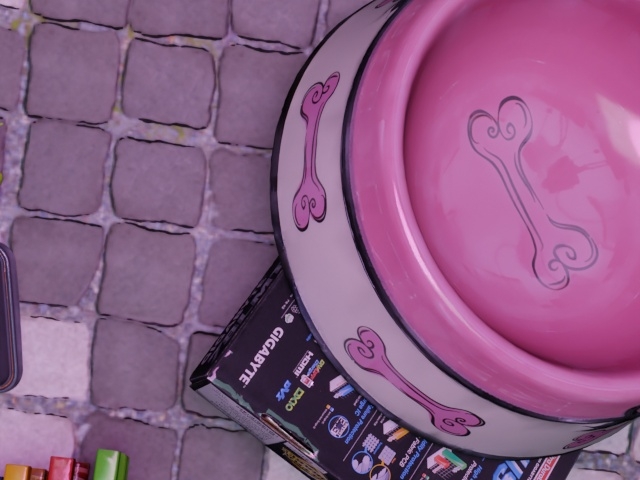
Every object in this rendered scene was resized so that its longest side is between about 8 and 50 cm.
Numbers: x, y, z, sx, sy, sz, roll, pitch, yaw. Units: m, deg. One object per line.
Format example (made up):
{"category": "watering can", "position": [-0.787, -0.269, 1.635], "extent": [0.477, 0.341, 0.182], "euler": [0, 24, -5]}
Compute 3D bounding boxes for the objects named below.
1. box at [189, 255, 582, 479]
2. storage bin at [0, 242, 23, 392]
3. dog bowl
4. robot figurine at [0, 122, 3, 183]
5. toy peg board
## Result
{"category": "box", "position": [0.094, 0.087, 0.979], "extent": [0.293, 0.073, 0.295], "euler": [39, 70, -10]}
{"category": "storage bin", "position": [-0.309, 0.071, 0.996], "extent": [0.098, 0.091, 0.135], "euler": [-3, 94, -4]}
{"category": "dog bowl", "position": [0.175, -0.039, 0.918], "extent": [0.408, 0.150, 0.408], "euler": [4, 77, -19]}
{"category": "robot figurine", "position": [-0.318, -0.065, 0.996], "extent": [0.101, 0.067, 0.115], "euler": [35, 91, -23]}
{"category": "toy peg board", "position": [-0.229, 0.210, 0.987], "extent": [0.160, 0.161, 0.079], "euler": [7, 76, -4]}
